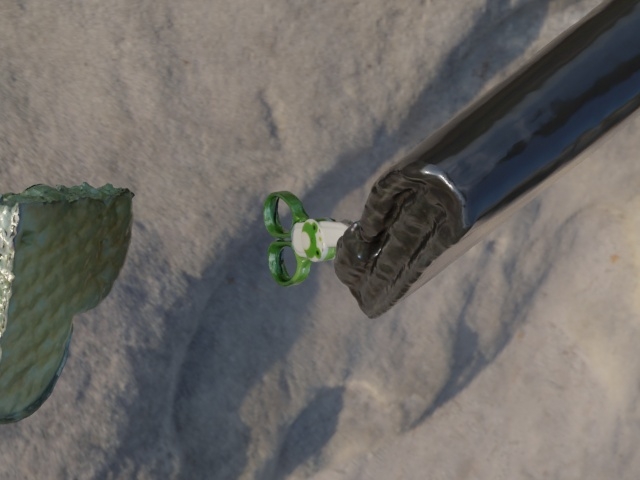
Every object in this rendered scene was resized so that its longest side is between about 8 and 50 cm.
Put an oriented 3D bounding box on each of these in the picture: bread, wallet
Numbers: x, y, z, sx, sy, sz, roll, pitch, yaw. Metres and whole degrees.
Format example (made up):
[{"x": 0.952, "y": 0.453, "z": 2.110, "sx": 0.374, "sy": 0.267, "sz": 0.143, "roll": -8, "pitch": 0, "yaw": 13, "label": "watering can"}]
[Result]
[{"x": -0.236, "y": 0.028, "z": 0.773, "sx": 0.172, "sy": 0.064, "sz": 0.232, "roll": 73, "pitch": 35, "yaw": -52, "label": "bread"}, {"x": 0.185, "y": -0.109, "z": 0.580, "sx": 0.406, "sy": 0.228, "sz": 0.062, "roll": -37, "pitch": 84, "yaw": -16, "label": "wallet"}]

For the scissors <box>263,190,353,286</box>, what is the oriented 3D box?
[{"x": 0.000, "y": 0.000, "z": 0.955, "sx": 0.027, "sy": 0.204, "sz": 0.101, "roll": -11, "pitch": 97, "yaw": -30, "label": "scissors"}]
